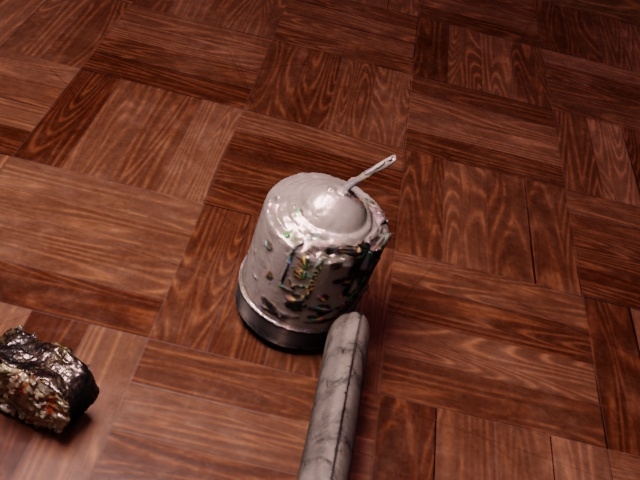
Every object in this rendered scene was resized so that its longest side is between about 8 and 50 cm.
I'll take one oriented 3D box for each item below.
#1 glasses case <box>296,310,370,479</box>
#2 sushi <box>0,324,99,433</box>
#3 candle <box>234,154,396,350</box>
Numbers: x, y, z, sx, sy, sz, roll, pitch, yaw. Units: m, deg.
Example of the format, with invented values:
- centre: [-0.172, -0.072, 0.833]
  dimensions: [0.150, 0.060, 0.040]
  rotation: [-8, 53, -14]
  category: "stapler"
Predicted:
- centre: [0.017, 0.224, 1.104]
  dimensions: [0.060, 0.114, 0.299]
  rotation: [14, 38, 0]
  category: "glasses case"
- centre: [-0.349, 0.172, 1.070]
  dimensions: [0.150, 0.091, 0.078]
  rotation: [25, 35, 15]
  category: "sushi"
- centre: [0.000, 0.000, 1.214]
  dimensions: [0.187, 0.330, 0.187]
  rotation: [12, 43, -12]
  category: "candle"
